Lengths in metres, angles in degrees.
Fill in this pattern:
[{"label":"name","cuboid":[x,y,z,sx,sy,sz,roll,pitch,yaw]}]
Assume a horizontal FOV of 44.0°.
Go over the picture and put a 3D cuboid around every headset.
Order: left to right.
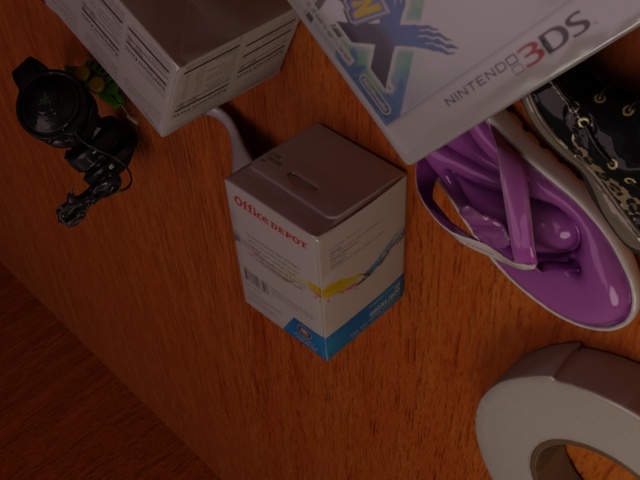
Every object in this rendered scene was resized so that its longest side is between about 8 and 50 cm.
[{"label":"headset","cuboid":[-0.461,-0.183,1.459,0.394,0.185,0.243,46,178,42]}]

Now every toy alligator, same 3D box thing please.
[{"label":"toy alligator","cuboid":[-0.388,-0.281,1.453,0.190,0.051,0.056,36,174,14]}]

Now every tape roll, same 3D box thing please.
[{"label":"tape roll","cuboid":[0.364,0.303,0.966,0.392,0.072,0.392,36,147,28]}]

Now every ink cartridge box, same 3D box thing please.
[{"label":"ink cartridge box","cuboid":[0.000,0.000,1.066,0.171,0.168,0.232,33,145,32]}]

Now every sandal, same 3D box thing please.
[{"label":"sandal","cuboid":[0.164,-0.056,0.840,0.416,0.102,0.169,52,151,3]}]

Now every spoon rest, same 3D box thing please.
[{"label":"spoon rest","cuboid":[-0.125,-0.122,1.204,0.276,0.084,0.137,41,177,10]}]

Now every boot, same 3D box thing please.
[{"label":"boot","cuboid":[0.278,-0.111,0.648,0.236,0.085,0.178,55,146,-2]}]

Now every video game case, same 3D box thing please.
[{"label":"video game case","cuboid":[0.083,-0.257,0.635,0.300,0.036,0.329,-30,99,45]}]

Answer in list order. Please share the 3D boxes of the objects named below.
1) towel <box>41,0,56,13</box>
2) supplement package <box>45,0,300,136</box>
[{"label":"towel","cuboid":[-0.348,-0.343,1.152,0.329,0.237,0.037,41,106,11]},{"label":"supplement package","cuboid":[-0.188,-0.301,0.983,0.262,0.204,0.145,49,149,9]}]
